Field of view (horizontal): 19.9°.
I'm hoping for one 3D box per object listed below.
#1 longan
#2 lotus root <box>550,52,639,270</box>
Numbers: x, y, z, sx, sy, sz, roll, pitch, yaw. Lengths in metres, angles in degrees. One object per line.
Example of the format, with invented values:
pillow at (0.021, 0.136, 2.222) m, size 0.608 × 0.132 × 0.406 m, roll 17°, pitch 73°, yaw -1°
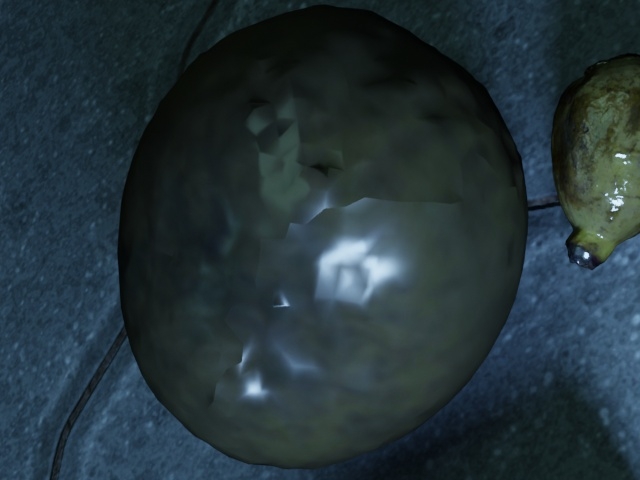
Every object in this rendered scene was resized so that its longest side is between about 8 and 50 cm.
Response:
longan at (0.001, -0.008, 1.774) m, size 0.404 × 0.404 × 0.435 m, roll 53°, pitch 132°, yaw 43°
lotus root at (0.277, -0.075, 1.733) m, size 0.138 × 0.138 × 0.214 m, roll 10°, pitch 86°, yaw 43°
